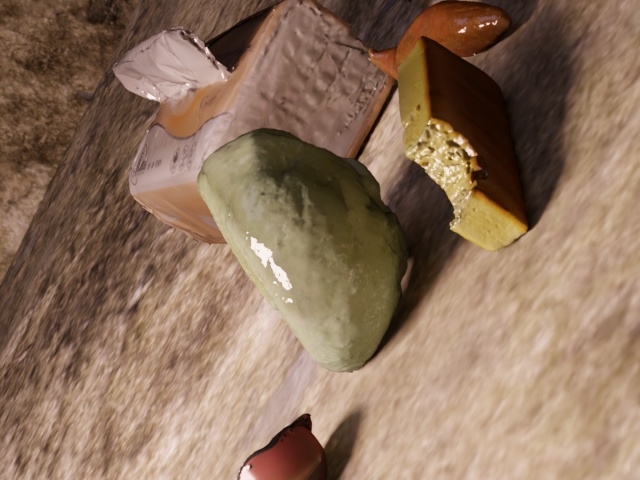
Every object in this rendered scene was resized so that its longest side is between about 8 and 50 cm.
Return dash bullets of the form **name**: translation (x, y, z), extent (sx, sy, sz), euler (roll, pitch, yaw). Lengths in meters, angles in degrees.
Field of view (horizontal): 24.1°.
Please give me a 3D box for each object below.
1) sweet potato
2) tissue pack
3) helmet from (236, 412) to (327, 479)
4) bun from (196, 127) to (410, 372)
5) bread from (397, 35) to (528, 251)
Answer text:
- **sweet potato**: translation (0.108, -0.180, 1.335), extent (0.202, 0.055, 0.058), euler (-19, 42, 63)
- **tissue pack**: translation (-0.102, -0.132, 1.547), extent (0.239, 0.238, 0.305), euler (-61, 17, -11)
- **helmet**: translation (-0.018, 0.169, 1.094), extent (0.084, 0.049, 0.065), euler (-38, -29, -31)
- **bun**: translation (0.000, 0.000, 1.178), extent (0.126, 0.204, 0.212), euler (-34, 53, -3)
- **bread**: translation (0.103, -0.075, 1.119), extent (0.049, 0.088, 0.226), euler (-48, 18, 24)
